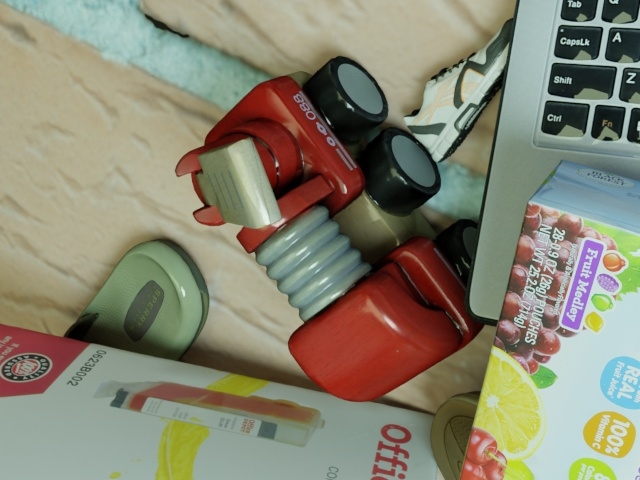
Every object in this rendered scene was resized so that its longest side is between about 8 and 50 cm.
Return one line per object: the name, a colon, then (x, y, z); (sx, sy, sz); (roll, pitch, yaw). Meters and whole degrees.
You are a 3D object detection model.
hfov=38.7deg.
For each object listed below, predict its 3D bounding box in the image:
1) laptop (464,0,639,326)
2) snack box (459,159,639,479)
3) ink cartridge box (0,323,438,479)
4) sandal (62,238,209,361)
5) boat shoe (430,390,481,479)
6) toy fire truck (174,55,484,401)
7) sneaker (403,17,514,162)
laptop: (0.242, -0.130, 0.372); (0.382, 0.236, 0.408); (10, 90, 27)
snack box: (0.175, 0.083, 0.467); (0.174, 0.070, 0.207); (20, 123, 21)
ink cartridge box: (-0.118, 0.216, 0.632); (0.385, 0.279, 0.160); (11, 113, 7)
sandal: (-0.200, 0.123, 0.810); (0.120, 0.086, 0.303); (37, 121, 13)
boat shoe: (0.215, 0.184, 0.598); (0.302, 0.098, 0.109); (29, 131, 21)
toy fire truck: (0.000, 0.000, 0.559); (0.158, 0.246, 0.217); (-38, 87, 34)
sneaker: (0.093, -0.102, 0.595); (0.044, 0.040, 0.109); (43, 122, 12)
